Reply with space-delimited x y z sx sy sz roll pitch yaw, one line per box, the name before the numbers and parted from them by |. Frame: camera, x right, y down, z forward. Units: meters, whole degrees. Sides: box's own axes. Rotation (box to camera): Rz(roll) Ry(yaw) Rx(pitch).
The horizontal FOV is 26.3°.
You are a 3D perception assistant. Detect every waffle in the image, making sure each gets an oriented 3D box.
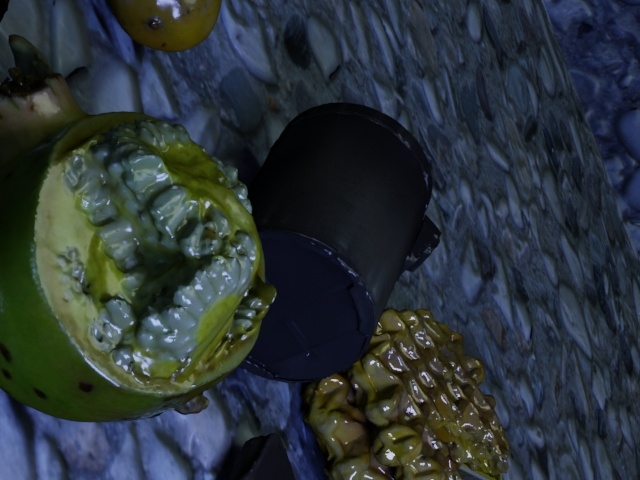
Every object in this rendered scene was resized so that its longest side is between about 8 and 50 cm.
waffle | 0.106 0.217 1.681 0.324 0.151 0.261 3 60 -65

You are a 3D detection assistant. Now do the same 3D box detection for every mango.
mango | -0.174 -0.319 1.437 0.156 0.114 0.251 -1 78 -58

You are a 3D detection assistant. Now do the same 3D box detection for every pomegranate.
pomegranate | -0.184 -0.006 1.095 0.340 0.260 0.260 58 24 1

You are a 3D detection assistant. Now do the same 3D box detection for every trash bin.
trash bin | 0.000 0.000 1.527 0.252 0.203 0.301 40 33 -8

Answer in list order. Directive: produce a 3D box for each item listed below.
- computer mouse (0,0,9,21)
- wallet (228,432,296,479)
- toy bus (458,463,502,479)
computer mouse | -0.309 -0.226 1.134 0.146 0.078 0.241 53 33 -38
wallet | -0.078 0.338 1.368 0.165 0.042 0.309 67 26 -24
toy bus | 0.189 0.306 1.940 0.226 0.081 0.074 38 49 -59
